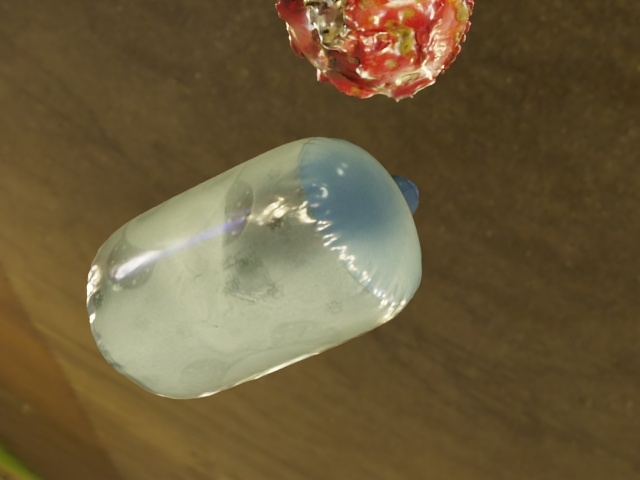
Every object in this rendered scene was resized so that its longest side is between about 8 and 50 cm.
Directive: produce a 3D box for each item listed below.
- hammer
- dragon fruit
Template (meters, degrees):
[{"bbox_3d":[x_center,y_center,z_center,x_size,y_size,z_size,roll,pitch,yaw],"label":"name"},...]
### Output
[{"bbox_3d":[0.000,0.000,0.566,0.070,0.116,0.194,65,-155,0],"label":"hammer"},{"bbox_3d":[0.015,-0.168,1.009,0.153,0.153,0.111,21,-160,29],"label":"dragon fruit"}]
